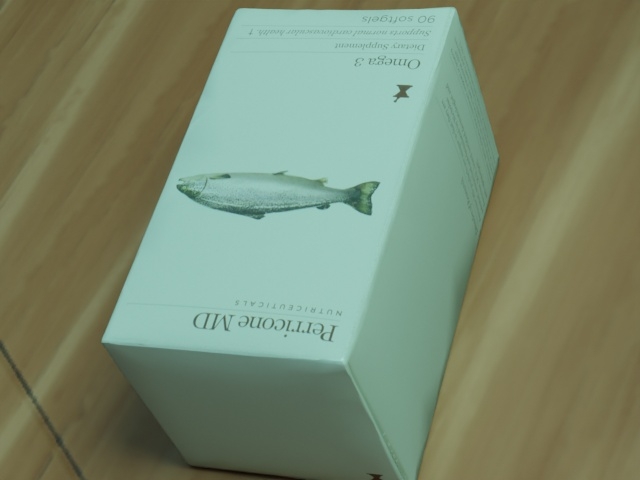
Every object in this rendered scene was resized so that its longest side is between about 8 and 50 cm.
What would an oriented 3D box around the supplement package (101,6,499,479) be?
[{"bbox_3d":[0.000,0.000,0.640,0.105,0.105,0.179,3,55,21],"label":"supplement package"}]
